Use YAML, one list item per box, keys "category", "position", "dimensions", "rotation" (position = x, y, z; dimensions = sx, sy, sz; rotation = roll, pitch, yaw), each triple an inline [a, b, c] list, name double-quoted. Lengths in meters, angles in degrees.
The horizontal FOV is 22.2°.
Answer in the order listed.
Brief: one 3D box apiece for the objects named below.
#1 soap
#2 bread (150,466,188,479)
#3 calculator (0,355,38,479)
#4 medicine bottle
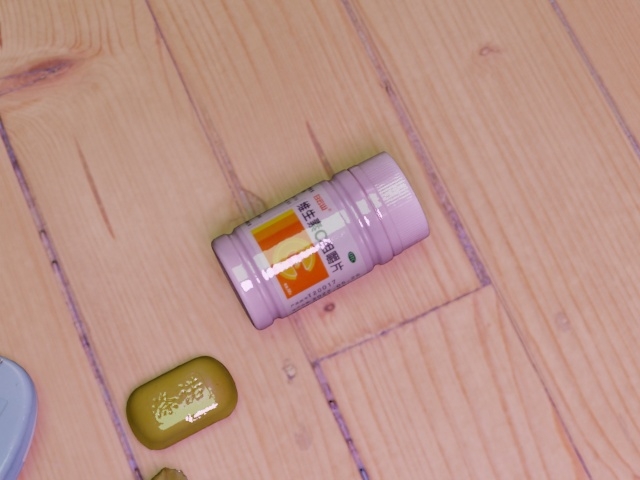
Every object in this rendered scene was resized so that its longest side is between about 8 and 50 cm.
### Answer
- category: "soap"
  position: [-0.172, 0.200, 2.013]
  dimensions: [0.140, 0.045, 0.089]
  rotation: [-27, 71, -5]
- category: "bread"
  position: [-0.174, 0.414, 1.824]
  dimensions: [0.233, 0.245, 0.361]
  rotation: [22, 71, 5]
- category: "calculator"
  position: [-0.459, 0.276, 2.001]
  dimensions: [0.188, 0.042, 0.302]
  rotation: [17, 65, 23]
- category: "medicine bottle"
  position: [0.000, 0.000, 2.030]
  dimensions: [0.250, 0.133, 0.133]
  rotation: [-27, 68, -6]
